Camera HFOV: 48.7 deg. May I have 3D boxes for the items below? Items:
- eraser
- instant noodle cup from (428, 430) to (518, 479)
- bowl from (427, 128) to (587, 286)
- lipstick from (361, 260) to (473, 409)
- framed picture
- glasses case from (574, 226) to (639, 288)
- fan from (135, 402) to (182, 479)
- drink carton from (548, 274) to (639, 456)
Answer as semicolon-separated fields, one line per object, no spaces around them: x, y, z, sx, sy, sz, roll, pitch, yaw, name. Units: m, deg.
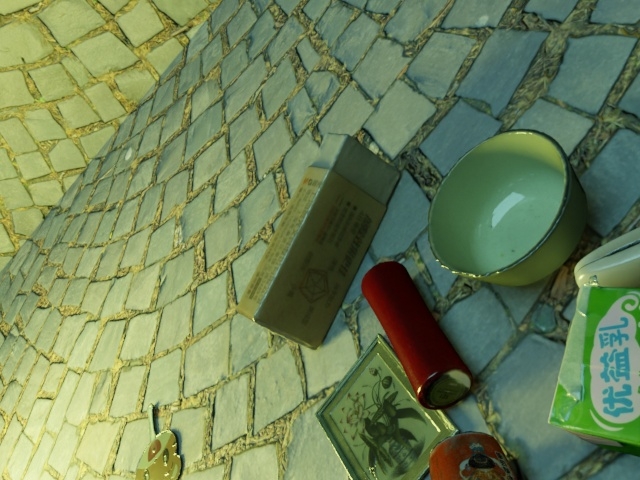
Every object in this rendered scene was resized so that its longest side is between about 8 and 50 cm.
0.000;0.000;1.188;0.078;0.144;0.343;17;78;57;eraser
0.176;0.291;0.781;0.127;0.127;0.136;-43;28;23;instant noodle cup
0.253;-0.029;0.915;0.211;0.112;0.211;-31;44;36;bowl
0.129;0.126;0.989;0.080;0.080;0.241;-48;35;16;lipstick
0.084;0.259;1.004;0.173;0.010;0.231;-54;35;8;framed picture
0.372;0.012;0.769;0.193;0.074;0.049;-32;46;35;glasses case
-0.332;0.419;1.414;0.152;0.008;0.227;-47;37;19;fan
0.366;0.131;0.657;0.271;0.108;0.161;0;66;51;drink carton
